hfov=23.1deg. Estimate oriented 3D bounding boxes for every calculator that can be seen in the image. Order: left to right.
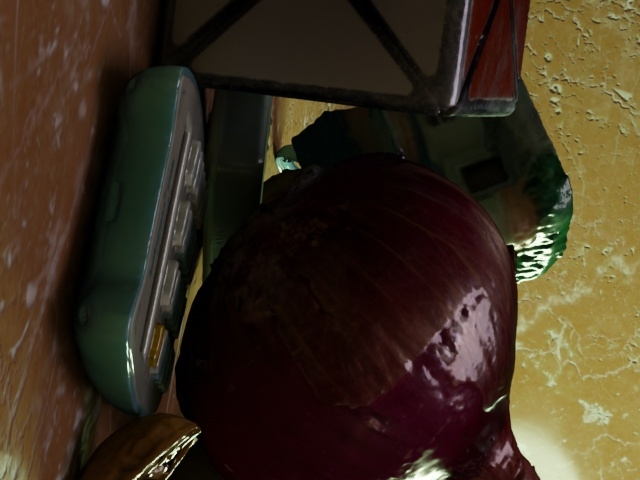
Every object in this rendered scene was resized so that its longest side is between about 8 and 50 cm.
[{"bbox_3d":[-0.132,0.011,1.248,0.386,0.054,0.256,82,17,-77],"label":"calculator"}]

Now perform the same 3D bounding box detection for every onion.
[{"bbox_3d":[0.060,0.124,1.399,0.348,0.385,0.348,-43,-177,3],"label":"onion"}]

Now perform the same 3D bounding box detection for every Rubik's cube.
[{"bbox_3d":[0.034,-0.241,1.293,0.259,0.260,0.255,-16,113,-73],"label":"Rubik's cube"}]

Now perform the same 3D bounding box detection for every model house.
[{"bbox_3d":[0.068,-0.060,1.662,0.194,0.324,0.267,87,-17,-67],"label":"model house"}]

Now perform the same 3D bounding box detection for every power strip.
[{"bbox_3d":[-0.083,-0.067,1.553,0.265,0.059,0.194,97,-2,-54],"label":"power strip"}]

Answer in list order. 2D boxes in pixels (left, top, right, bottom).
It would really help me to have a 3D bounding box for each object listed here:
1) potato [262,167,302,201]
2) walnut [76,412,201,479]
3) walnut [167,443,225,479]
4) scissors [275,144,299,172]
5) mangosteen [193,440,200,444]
[{"bbox_3d":[0.000,0.000,1.878,0.307,0.210,0.173,-109,-154,-84],"label":"potato"},{"bbox_3d":[-0.151,0.174,1.216,0.121,0.052,0.091,-47,168,-17],"label":"walnut"},{"bbox_3d":[-0.112,0.266,1.457,0.162,0.140,0.140,-64,164,-48],"label":"walnut"},{"bbox_3d":[0.021,-0.096,1.977,0.032,0.180,0.393,-60,174,-11],"label":"scissors"},{"bbox_3d":[-0.077,0.322,1.681,0.261,0.235,0.235,-42,174,1],"label":"mangosteen"}]
